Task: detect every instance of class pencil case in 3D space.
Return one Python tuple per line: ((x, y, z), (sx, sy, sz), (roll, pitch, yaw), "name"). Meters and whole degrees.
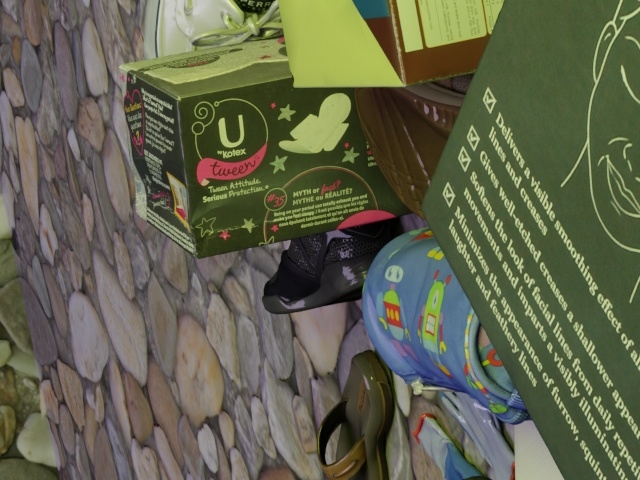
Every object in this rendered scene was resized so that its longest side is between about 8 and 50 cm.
((0.119, 0.059, 1.433), (0.306, 0.119, 0.133), (-173, 95, -76), "pencil case")

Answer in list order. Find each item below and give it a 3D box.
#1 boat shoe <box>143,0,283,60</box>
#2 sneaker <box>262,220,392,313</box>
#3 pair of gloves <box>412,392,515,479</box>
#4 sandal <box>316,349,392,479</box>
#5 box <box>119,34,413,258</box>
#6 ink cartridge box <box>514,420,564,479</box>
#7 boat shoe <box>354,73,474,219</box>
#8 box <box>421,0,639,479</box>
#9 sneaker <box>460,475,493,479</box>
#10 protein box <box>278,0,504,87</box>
((-0.074, -0.238, 1.900), (0.156, 0.136, 0.367), (40, 129, 53), "boat shoe")
((0.000, 0.000, 1.893), (0.227, 0.087, 0.130), (147, 110, -65), "sneaker")
((0.128, 0.185, 1.757), (0.198, 0.023, 0.159), (98, 151, -46), "pair of gloves")
((0.029, 0.203, 1.972), (0.219, 0.060, 0.090), (97, 152, -42), "sandal")
((-0.025, -0.094, 1.663), (0.163, 0.247, 0.142), (-148, 50, -62), "box")
((0.192, 0.087, 1.489), (0.171, 0.056, 0.235), (122, 152, -62), "ink cartridge box")
((0.136, -0.077, 1.455), (0.341, 0.110, 0.122), (22, 135, 62), "boat shoe")
((0.245, -0.049, 0.999), (0.395, 0.212, 0.293), (110, 142, -49), "box")
((0.202, 0.382, 1.596), (0.182, 0.158, 0.410), (-22, 78, 38), "sneaker")
((0.095, -0.189, 1.354), (0.200, 0.201, 0.136), (-169, 68, -68), "protein box")
